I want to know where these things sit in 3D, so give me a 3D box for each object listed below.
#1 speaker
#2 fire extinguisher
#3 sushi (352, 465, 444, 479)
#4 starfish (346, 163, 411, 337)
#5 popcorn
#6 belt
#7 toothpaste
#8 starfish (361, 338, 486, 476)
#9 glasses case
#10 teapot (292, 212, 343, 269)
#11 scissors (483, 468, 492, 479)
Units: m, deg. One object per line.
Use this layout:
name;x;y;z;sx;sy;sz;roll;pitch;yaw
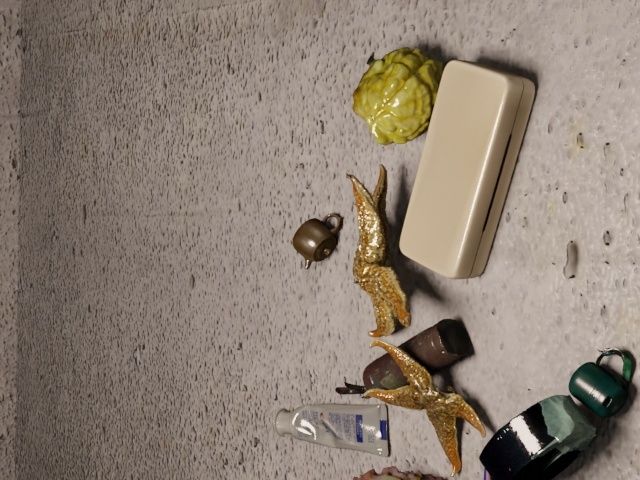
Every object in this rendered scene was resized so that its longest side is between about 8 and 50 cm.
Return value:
speaker;0.412;0.202;1.363;0.094;0.060;0.075;-47;50;-4
fire extinguisher;0.137;0.217;1.635;0.267;0.089;0.072;-38;51;42
sushi;0.136;0.511;1.549;0.270;0.236;0.171;41;133;40
starfish;0.090;0.014;1.606;0.301;0.084;0.294;90;173;-81
popcorn;0.132;-0.249;1.590;0.173;0.142;0.174;-165;90;-74
belt;0.322;0.302;1.386;0.078;0.151;0.198;59;147;32
toothpaste;0.024;0.355;1.803;0.266;0.061;0.096;-6;86;41
starfish;0.168;0.270;1.583;0.247;0.050;0.138;42;131;13
glasses case;0.232;-0.113;1.524;0.144;0.076;0.337;31;114;44
teapot;0.000;0.000;1.797;0.068;0.076;0.121;40;91;28
scissors;0.281;0.407;1.539;0.039;0.012;0.113;9;99;48
